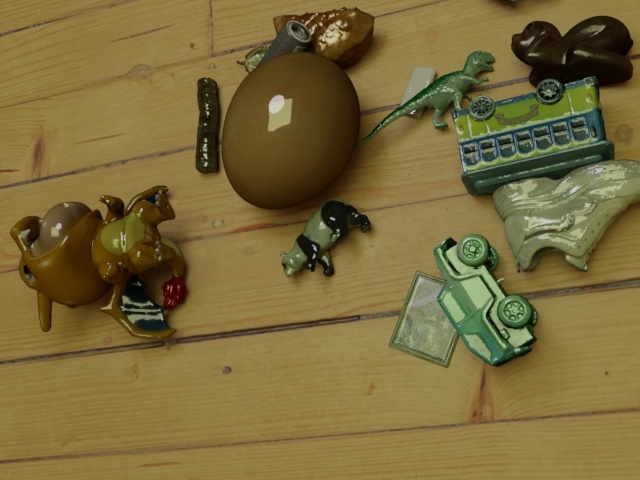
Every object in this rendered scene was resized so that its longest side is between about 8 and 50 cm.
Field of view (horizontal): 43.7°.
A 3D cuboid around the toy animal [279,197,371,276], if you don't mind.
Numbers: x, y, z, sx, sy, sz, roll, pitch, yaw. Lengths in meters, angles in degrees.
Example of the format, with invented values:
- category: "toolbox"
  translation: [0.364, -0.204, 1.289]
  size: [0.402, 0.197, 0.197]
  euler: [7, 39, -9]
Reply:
- category: "toy animal"
  translation: [0.000, 0.000, 1.842]
  size: [0.225, 0.094, 0.121]
  euler: [-51, 55, 10]

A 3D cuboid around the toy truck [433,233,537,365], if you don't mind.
- category: "toy truck"
  translation: [0.335, 0.120, 1.649]
  size: [0.156, 0.155, 0.279]
  euler: [-35, 71, 10]

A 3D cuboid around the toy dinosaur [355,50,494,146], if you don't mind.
- category: "toy dinosaur"
  translation: [0.265, -0.295, 1.828]
  size: [0.383, 0.076, 0.129]
  euler: [-35, 68, -6]

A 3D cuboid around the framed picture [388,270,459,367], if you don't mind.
- category: "framed picture"
  translation: [0.243, 0.170, 1.751]
  size: [0.142, 0.011, 0.183]
  euler: [19, 82, 23]

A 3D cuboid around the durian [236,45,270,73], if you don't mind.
- category: "durian"
  translation: [-0.140, -0.446, 2.025]
  size: [0.140, 0.071, 0.110]
  euler: [14, 118, 8]

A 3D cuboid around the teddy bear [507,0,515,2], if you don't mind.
- category: "teddy bear"
  translation: [0.447, -0.784, 1.901]
  size: [0.327, 0.375, 0.362]
  euler: [-11, 113, 16]

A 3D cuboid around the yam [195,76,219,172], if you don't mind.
- category: "yam"
  translation: [-0.289, -0.296, 2.047]
  size: [0.061, 0.061, 0.252]
  euler: [-7, 72, 17]

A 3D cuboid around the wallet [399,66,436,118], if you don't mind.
- category: "wallet"
  translation: [0.230, -0.353, 1.897]
  size: [0.061, 0.025, 0.122]
  euler: [16, 81, 29]

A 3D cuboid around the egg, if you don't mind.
- category: "egg"
  translation: [-0.070, -0.248, 1.821]
  size: [0.301, 0.301, 0.374]
  euler: [21, 85, 23]

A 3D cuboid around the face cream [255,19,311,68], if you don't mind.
- category: "face cream"
  translation: [-0.120, -0.411, 1.943]
  size: [0.283, 0.073, 0.073]
  euler: [-47, 60, 42]

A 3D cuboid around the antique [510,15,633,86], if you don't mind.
- category: "antique"
  translation: [0.551, -0.424, 1.753]
  size: [0.257, 0.121, 0.143]
  euler: [2, 69, 19]

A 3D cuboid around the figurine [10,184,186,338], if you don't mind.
- category: "figurine"
  translation: [-0.517, 0.057, 1.917]
  size: [0.387, 0.268, 0.401]
  euler: [-14, 75, 13]

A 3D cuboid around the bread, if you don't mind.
- category: "bread"
  translation: [0.007, -0.482, 1.957]
  size: [0.260, 0.129, 0.134]
  euler: [5, 78, 23]

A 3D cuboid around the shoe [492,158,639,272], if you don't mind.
- category: "shoe"
  translation: [0.542, -0.038, 1.647]
  size: [0.342, 0.132, 0.210]
  euler: [-13, 75, 20]

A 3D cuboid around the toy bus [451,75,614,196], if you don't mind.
- category: "toy bus"
  translation: [0.451, -0.220, 1.712]
  size: [0.312, 0.152, 0.190]
  euler: [-12, 70, 16]
